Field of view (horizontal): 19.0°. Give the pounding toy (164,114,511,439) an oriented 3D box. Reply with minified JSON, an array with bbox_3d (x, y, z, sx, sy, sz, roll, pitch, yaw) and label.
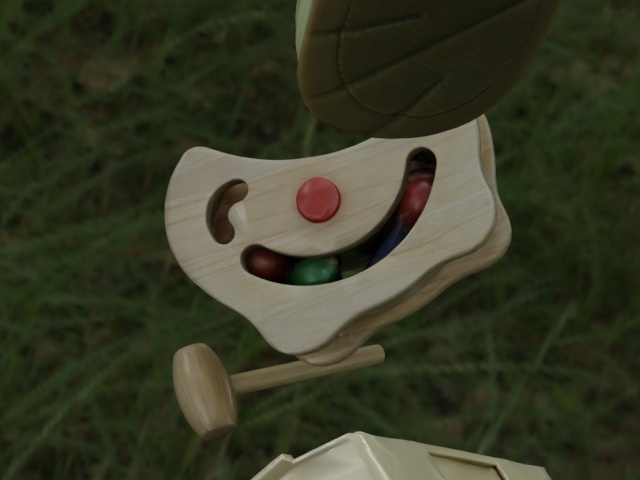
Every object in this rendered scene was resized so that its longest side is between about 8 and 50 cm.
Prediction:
[{"bbox_3d":[0.000,0.000,1.258,0.154,0.269,0.155,59,7,15],"label":"pounding toy"}]

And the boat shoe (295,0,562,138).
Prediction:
[{"bbox_3d":[0.037,-0.124,0.414,0.080,0.223,0.073,-1,44,-25],"label":"boat shoe"}]

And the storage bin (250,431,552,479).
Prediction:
[{"bbox_3d":[0.005,0.231,1.037,0.123,0.260,0.262,57,18,26],"label":"storage bin"}]
